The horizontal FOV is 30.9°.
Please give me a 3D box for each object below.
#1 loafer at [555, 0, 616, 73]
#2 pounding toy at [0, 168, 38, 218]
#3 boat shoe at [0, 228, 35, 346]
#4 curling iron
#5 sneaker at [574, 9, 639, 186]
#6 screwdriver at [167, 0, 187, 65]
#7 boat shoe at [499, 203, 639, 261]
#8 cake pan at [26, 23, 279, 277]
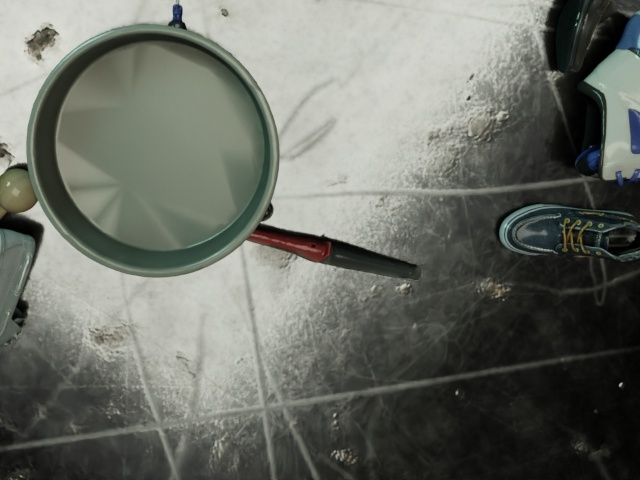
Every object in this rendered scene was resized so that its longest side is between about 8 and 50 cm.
[{"bbox_3d":[0.331,-0.282,1.404,0.061,0.062,0.170,11,101,-15],"label":"loafer"},{"bbox_3d":[-0.454,-0.083,1.313,0.183,0.110,0.237,-41,103,2],"label":"pounding toy"},{"bbox_3d":[-0.389,0.091,1.372,0.081,0.079,0.227,7,114,-33],"label":"boat shoe"},{"bbox_3d":[0.000,0.000,1.429,0.274,0.035,0.068,21,98,-11],"label":"curling iron"},{"bbox_3d":[0.420,-0.107,1.429,0.182,0.127,0.315,-40,97,5],"label":"sneaker"},{"bbox_3d":[-0.167,-0.290,1.353,0.024,0.025,0.170,1,102,-8],"label":"screwdriver"},{"bbox_3d":[0.321,-0.009,1.446,0.183,0.083,0.065,-2,102,-7],"label":"boat shoe"},{"bbox_3d":[-0.192,-0.104,1.351,0.293,0.054,0.293,0,102,2],"label":"cake pan"}]
